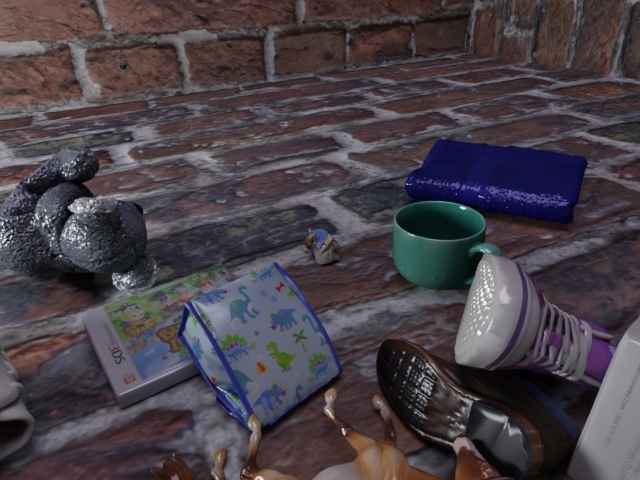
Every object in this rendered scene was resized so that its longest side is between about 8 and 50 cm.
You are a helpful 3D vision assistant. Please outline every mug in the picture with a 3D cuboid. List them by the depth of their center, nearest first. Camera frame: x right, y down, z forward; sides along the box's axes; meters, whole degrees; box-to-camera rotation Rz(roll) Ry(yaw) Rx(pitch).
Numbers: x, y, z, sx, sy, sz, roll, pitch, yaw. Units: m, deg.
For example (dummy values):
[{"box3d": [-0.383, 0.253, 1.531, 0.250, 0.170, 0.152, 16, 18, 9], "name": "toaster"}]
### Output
[{"box3d": [0.172, 0.018, 0.717, 0.130, 0.097, 0.157, -4, 29, -2], "name": "mug"}]

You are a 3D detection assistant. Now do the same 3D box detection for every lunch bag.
[{"box3d": [-0.066, 0.120, 0.559, 0.129, 0.096, 0.151, -26, 65, -36], "name": "lunch bag"}]

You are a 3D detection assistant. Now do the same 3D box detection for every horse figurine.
[{"box3d": [0.000, 0.204, 0.423, 0.264, 0.066, 0.174, -11, 24, -18], "name": "horse figurine"}]

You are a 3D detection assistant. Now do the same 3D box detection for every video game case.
[{"box3d": [-0.186, 0.109, 0.661, 0.213, 0.023, 0.193, -20, 33, -29], "name": "video game case"}]

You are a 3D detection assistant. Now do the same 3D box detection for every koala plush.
[{"box3d": [-0.346, -0.009, 0.748, 0.221, 0.196, 0.203, 15, 45, 30], "name": "koala plush"}]

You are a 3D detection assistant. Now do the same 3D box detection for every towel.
[{"box3d": [0.346, -0.116, 0.988, 0.309, 0.076, 0.227, 13, 39, 27], "name": "towel"}]

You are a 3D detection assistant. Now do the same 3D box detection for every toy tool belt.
[{"box3d": [0.000, 0.000, 0.816, 0.052, 0.051, 0.083, -17, 31, -24], "name": "toy tool belt"}]

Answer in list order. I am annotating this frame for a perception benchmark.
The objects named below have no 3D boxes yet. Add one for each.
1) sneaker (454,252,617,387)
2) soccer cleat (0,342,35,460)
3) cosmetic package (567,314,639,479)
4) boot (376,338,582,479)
[{"box3d": [0.216, 0.086, 0.472, 0.161, 0.102, 0.282, 18, -3, 18], "name": "sneaker"}, {"box3d": [-0.365, 0.162, 0.515, 0.143, 0.115, 0.331, 5, 27, -20], "name": "soccer cleat"}, {"box3d": [0.407, 0.169, 0.323, 0.385, 0.156, 0.217, 25, 35, 38], "name": "cosmetic package"}, {"box3d": [0.150, 0.164, 0.503, 0.106, 0.082, 0.219, 11, 9, -30], "name": "boot"}]
